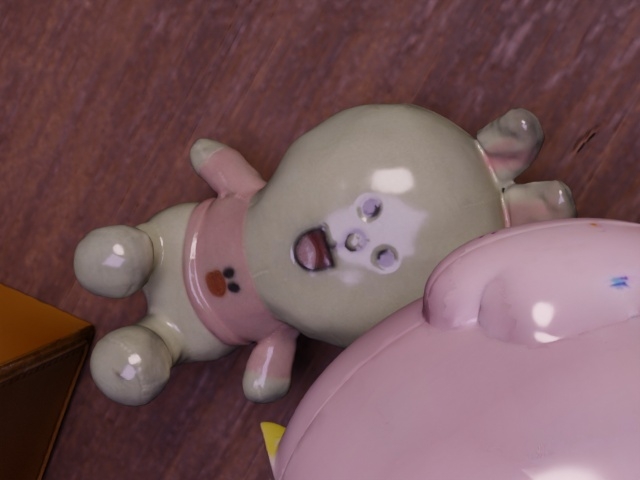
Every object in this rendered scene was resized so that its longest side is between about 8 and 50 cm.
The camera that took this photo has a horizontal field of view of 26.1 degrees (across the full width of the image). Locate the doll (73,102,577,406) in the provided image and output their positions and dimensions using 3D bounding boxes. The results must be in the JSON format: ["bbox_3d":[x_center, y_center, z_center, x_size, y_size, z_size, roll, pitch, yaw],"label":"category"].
[{"bbox_3d":[-0.001,0.001,0.759,0.275,0.113,0.154,-19,89,10],"label":"doll"}]

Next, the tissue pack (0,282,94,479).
[{"bbox_3d":[-0.279,0.097,0.758,0.194,0.274,0.145,21,103,13],"label":"tissue pack"}]

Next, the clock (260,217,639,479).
[{"bbox_3d":[0.172,0.167,0.624,0.377,0.250,0.368,-9,104,-3],"label":"clock"}]
